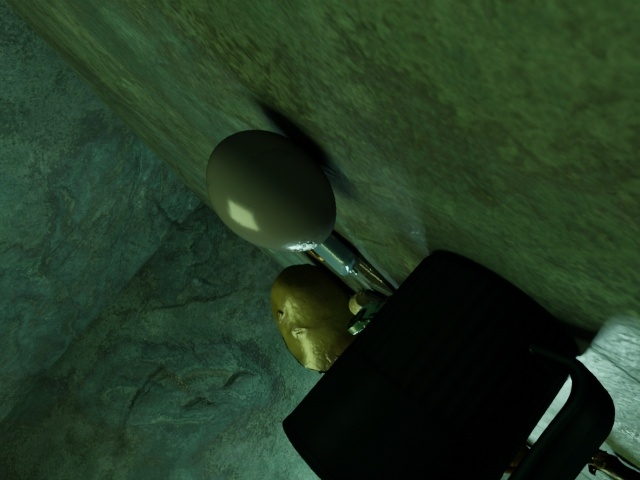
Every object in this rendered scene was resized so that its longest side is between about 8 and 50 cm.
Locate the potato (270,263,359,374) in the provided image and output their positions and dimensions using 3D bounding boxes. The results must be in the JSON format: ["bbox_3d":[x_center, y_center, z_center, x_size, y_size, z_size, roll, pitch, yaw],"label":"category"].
[{"bbox_3d":[0.020,0.235,1.725,0.397,0.290,0.295,14,131,28],"label":"potato"}]

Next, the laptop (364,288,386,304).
[{"bbox_3d":[0.205,0.193,1.302,0.154,0.026,0.207,45,171,-24],"label":"laptop"}]

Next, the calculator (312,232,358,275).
[{"bbox_3d":[0.000,0.000,1.106,0.210,0.039,0.121,42,171,12],"label":"calculator"}]

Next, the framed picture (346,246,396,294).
[{"bbox_3d":[0.097,0.062,1.143,0.149,0.011,0.109,44,172,-28],"label":"framed picture"}]

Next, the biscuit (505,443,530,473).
[{"bbox_3d":[0.634,0.744,1.856,0.221,0.066,0.220,11,-172,-2],"label":"biscuit"}]

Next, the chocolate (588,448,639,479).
[{"bbox_3d":[0.491,0.389,0.925,0.147,0.070,0.072,40,-160,8],"label":"chocolate"}]

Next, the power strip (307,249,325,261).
[{"bbox_3d":[-0.044,0.003,1.415,0.178,0.028,0.049,38,172,18],"label":"power strip"}]

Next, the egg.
[{"bbox_3d":[-0.063,-0.062,0.710,0.199,0.146,0.146,36,176,-33],"label":"egg"}]

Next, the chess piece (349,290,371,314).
[{"bbox_3d":[0.116,0.177,1.521,0.066,0.066,0.122,39,167,11],"label":"chess piece"}]

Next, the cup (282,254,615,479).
[{"bbox_3d":[0.136,0.186,0.626,0.242,0.292,0.308,39,171,10],"label":"cup"}]

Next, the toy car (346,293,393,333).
[{"bbox_3d":[0.162,0.167,1.011,0.136,0.125,0.306,40,162,-5],"label":"toy car"}]
